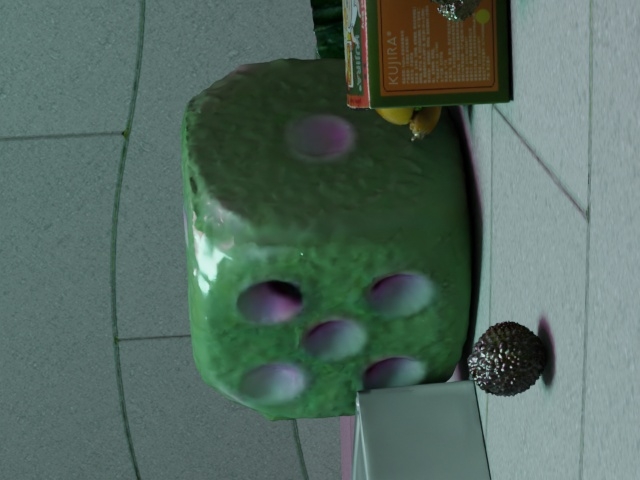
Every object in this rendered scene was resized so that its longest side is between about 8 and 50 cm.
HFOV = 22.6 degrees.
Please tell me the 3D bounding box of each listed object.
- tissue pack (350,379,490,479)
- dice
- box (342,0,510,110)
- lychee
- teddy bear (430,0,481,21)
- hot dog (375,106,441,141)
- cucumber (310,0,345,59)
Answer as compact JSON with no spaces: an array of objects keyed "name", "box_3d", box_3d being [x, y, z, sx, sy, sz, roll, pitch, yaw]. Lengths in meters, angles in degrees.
[{"name":"tissue pack","box_3d":[0.110,0.291,1.849,0.246,0.136,0.159,93,173,-53]},{"name":"dice","box_3d":[0.000,0.000,1.866,0.330,0.318,0.322,91,175,-47]},{"name":"box","box_3d":[0.095,-0.228,1.552,0.177,0.148,0.194,-126,33,-81]},{"name":"lychee","box_3d":[0.163,0.104,1.404,0.083,0.068,0.067,-6,82,61]},{"name":"teddy bear","box_3d":[0.146,-0.271,1.383,0.119,0.078,0.160,19,-96,-71]},{"name":"hot dog","box_3d":[0.103,-0.275,1.700,0.135,0.100,0.337,-25,-65,-63]},{"name":"cucumber","box_3d":[0.052,-0.304,2.321,0.191,0.130,0.191,-3,-90,-89]}]
